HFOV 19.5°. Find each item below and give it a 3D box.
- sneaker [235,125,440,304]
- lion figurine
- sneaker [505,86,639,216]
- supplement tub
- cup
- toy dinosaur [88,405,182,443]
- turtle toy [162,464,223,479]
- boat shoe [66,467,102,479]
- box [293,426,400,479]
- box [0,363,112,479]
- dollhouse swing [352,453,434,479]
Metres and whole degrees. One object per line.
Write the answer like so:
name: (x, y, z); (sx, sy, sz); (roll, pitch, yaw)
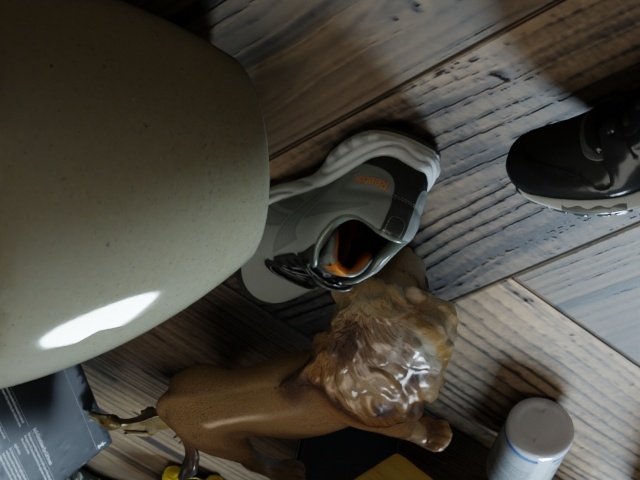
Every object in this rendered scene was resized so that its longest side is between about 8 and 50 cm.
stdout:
sneaker: (0.000, 0.000, 1.615); (0.100, 0.108, 0.271); (25, 146, -20)
lion figurine: (-0.029, 0.145, 1.766); (0.392, 0.142, 0.240); (-24, 152, 21)
sneaker: (0.271, -0.103, 1.401); (0.283, 0.107, 0.124); (-7, 127, 21)
supplement tub: (0.212, 0.212, 1.890); (0.071, 0.071, 0.107); (14, 147, -2)
cup: (-0.178, -0.054, 1.453); (0.237, 0.331, 0.331); (-4, 153, -22)
toy dinosaur: (-0.147, 0.182, 1.953); (0.183, 0.053, 0.092); (-15, 170, -1)
turtle toy: (-0.142, 0.317, 2.170); (0.130, 0.066, 0.095); (14, 147, -2)
boat shoe: (-0.315, 0.312, 2.179); (0.319, 0.116, 0.099); (22, 150, -4)
box: (0.011, 0.304, 2.020); (0.108, 0.153, 0.207); (13, 147, 0)
box: (-0.334, 0.172, 1.899); (0.103, 0.184, 0.261); (42, 159, 30)
dollhouse swing: (0.000, 0.431, 1.785); (0.315, 0.305, 0.347); (38, 129, -6)
